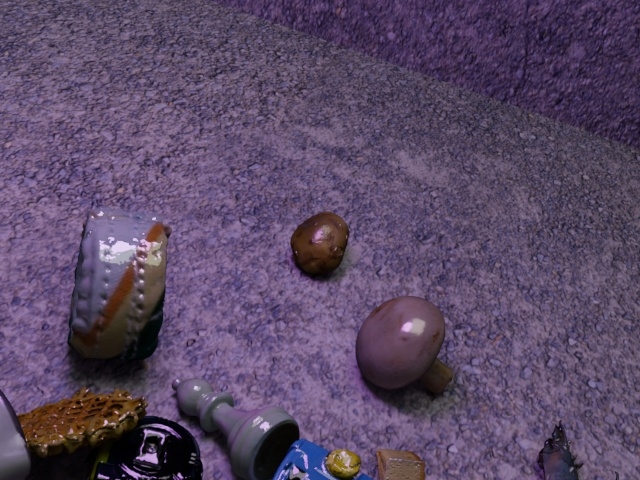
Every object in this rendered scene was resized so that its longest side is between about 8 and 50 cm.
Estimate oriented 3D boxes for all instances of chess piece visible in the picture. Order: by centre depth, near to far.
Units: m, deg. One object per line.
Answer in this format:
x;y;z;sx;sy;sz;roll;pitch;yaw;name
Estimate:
-0.174;0.317;1.832;0.272;0.139;0.139;27;33;36;chess piece

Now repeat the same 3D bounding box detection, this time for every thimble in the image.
-0.380;0.084;1.915;0.167;0.288;0.254;8;3;-16;thimble

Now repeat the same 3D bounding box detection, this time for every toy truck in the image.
0.080;0.484;1.652;0.385;0.161;0.162;30;45;18;toy truck

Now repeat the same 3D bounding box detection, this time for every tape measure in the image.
-0.292;0.376;1.689;0.199;0.112;0.186;14;31;-7;tape measure

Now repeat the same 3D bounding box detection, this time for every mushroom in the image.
0.186;0.227;2.070;0.215;0.207;0.207;43;29;-17;mushroom

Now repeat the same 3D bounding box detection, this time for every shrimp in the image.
0.505;0.476;1.928;0.178;0.075;0.289;21;32;-8;shrimp

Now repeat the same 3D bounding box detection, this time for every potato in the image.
0.000;0.000;2.351;0.137;0.137;0.176;13;32;-6;potato

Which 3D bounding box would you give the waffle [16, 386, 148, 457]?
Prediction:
-0.422;0.304;1.687;0.254;0.052;0.245;-1;13;45;waffle

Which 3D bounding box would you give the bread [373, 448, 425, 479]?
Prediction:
0.140;0.432;1.878;0.084;0.080;0.109;10;-1;-10;bread

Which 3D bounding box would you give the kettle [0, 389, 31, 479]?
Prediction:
-0.678;0.343;1.499;0.361;0.250;0.377;6;18;42;kettle
